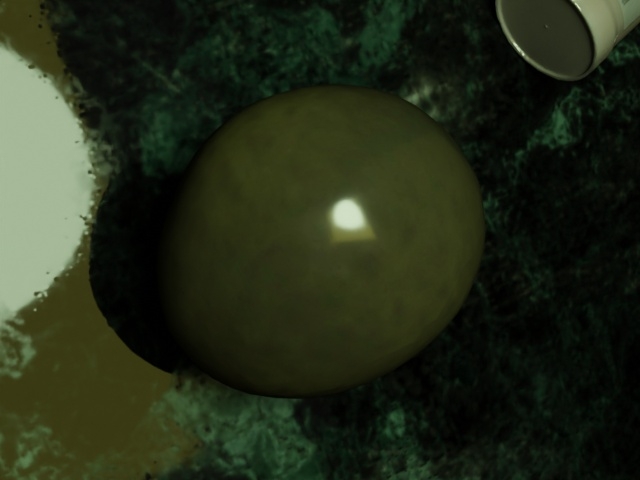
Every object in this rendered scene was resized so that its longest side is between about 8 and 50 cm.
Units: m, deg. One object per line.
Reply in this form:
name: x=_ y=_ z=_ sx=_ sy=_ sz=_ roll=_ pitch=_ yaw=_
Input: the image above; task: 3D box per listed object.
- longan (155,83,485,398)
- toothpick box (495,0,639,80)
longan: x=0.000 y=0.000 z=0.719 sx=0.220 sy=0.196 sz=0.196 roll=-26 pitch=100 yaw=-12
toothpick box: x=0.219 y=-0.205 z=0.878 sx=0.149 sy=0.098 sz=0.098 roll=-43 pitch=106 yaw=-20
